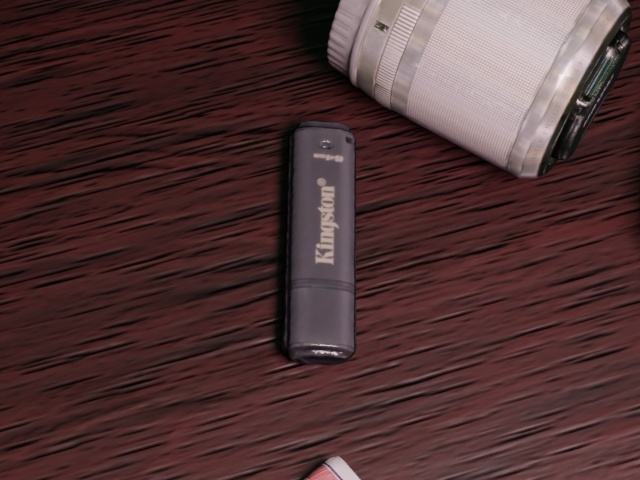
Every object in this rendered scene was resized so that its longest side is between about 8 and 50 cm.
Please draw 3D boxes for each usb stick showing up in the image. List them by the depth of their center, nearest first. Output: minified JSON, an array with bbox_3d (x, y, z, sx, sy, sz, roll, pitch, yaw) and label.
[{"bbox_3d":[0.000,0.000,1.485,0.077,0.045,0.278,1,63,-1],"label":"usb stick"}]

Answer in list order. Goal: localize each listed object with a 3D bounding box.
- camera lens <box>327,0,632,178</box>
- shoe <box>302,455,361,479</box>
[{"bbox_3d":[0.173,-0.210,1.498,0.274,0.219,0.219,29,66,12],"label":"camera lens"},{"bbox_3d":[0.037,0.292,1.336,0.081,0.063,0.178,-36,65,-16],"label":"shoe"}]
